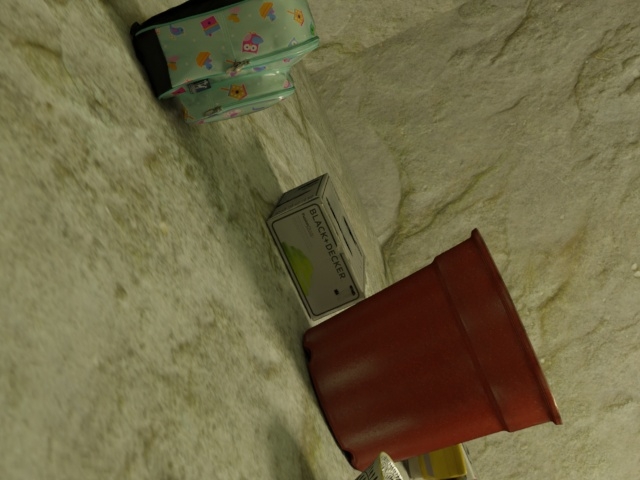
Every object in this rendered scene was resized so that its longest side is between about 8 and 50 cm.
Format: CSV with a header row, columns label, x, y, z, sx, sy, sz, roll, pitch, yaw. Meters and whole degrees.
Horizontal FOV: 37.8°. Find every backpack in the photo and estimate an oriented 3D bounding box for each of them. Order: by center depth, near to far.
label,x,y,z,sx,sy,sz,roll,pitch,yaw
backpack,-0.092,-0.212,1.036,0.166,0.188,0.144,-82,148,-78

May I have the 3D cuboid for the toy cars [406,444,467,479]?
label,x,y,z,sx,sy,sz,roll,pitch,yaw
toy cars,0.216,0.428,1.559,0.394,0.087,0.177,-114,-165,-63

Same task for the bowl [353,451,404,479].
label,x,y,z,sx,sy,sz,roll,pitch,yaw
bowl,0.058,0.303,0.920,0.170,0.080,0.170,-23,90,-84

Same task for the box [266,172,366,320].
label,x,y,z,sx,sy,sz,roll,pitch,yaw
box,0.000,0.000,1.460,0.290,0.087,0.169,-81,147,-78

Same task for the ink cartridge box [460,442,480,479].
label,x,y,z,sx,sy,sz,roll,pitch,yaw
ink cartridge box,0.270,0.466,1.965,0.158,0.092,0.218,52,14,-65

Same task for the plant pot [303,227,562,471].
label,x,y,z,sx,sy,sz,roll,pitch,yaw
plant pot,0.135,0.159,1.218,0.272,0.265,0.272,-23,90,-84
